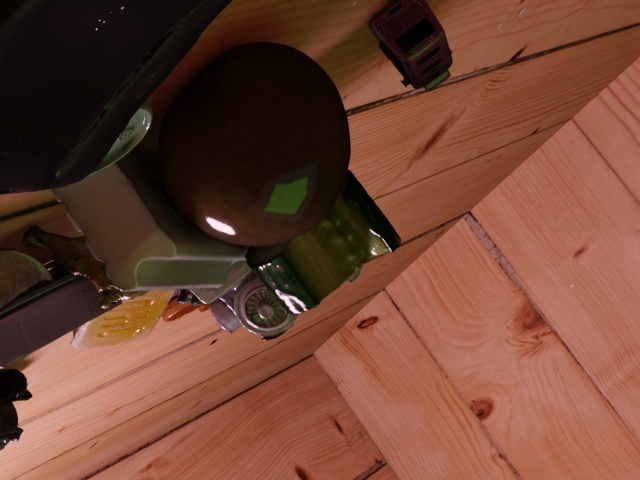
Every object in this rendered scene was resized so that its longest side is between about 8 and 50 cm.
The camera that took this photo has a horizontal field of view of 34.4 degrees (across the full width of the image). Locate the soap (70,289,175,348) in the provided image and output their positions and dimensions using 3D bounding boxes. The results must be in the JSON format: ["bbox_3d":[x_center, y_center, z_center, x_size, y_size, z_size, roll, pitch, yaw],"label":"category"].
[{"bbox_3d":[-0.322,0.095,1.666,0.140,0.073,0.232,-9,156,-28],"label":"soap"}]

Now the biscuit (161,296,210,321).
[{"bbox_3d":[-0.235,0.112,2.131,0.186,0.036,0.192,-33,169,3],"label":"biscuit"}]

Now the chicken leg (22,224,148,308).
[{"bbox_3d":[-0.301,0.031,1.340,0.070,0.178,0.093,-17,-129,68],"label":"chicken leg"}]

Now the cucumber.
[{"bbox_3d":[-0.005,0.002,1.387,0.191,0.130,0.191,-37,-171,7],"label":"cucumber"}]

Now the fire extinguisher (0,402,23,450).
[{"bbox_3d":[-0.587,0.293,1.616,0.200,0.113,0.376,-11,172,13],"label":"fire extinguisher"}]

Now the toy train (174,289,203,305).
[{"bbox_3d":[-0.229,0.068,1.733,0.081,0.060,0.202,-22,-165,-36],"label":"toy train"}]

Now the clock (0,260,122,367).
[{"bbox_3d":[-0.385,0.092,1.403,0.193,0.073,0.145,-29,-163,-29],"label":"clock"}]

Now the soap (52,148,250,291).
[{"bbox_3d":[-0.204,-0.027,1.337,0.095,0.173,0.289,-38,167,13],"label":"soap"}]

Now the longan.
[{"bbox_3d":[-0.079,-0.116,1.241,0.248,0.248,0.248,-33,168,-8],"label":"longan"}]

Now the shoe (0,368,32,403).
[{"bbox_3d":[-0.534,0.247,1.795,0.053,0.062,0.159,-47,168,-3],"label":"shoe"}]

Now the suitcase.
[{"bbox_3d":[-0.213,-0.178,0.763,0.345,0.188,0.339,-43,171,28],"label":"suitcase"}]

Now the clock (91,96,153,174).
[{"bbox_3d":[-0.248,-0.125,1.100,0.159,0.066,0.211,-33,169,-5],"label":"clock"}]

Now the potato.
[{"bbox_3d":[-0.462,0.065,1.265,0.120,0.100,0.261,3,-151,32],"label":"potato"}]

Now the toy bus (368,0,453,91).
[{"bbox_3d":[0.134,-0.277,1.464,0.087,0.098,0.178,-37,168,6],"label":"toy bus"}]

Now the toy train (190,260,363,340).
[{"bbox_3d":[-0.078,-0.010,1.562,0.307,0.249,0.173,-38,-164,12],"label":"toy train"}]
